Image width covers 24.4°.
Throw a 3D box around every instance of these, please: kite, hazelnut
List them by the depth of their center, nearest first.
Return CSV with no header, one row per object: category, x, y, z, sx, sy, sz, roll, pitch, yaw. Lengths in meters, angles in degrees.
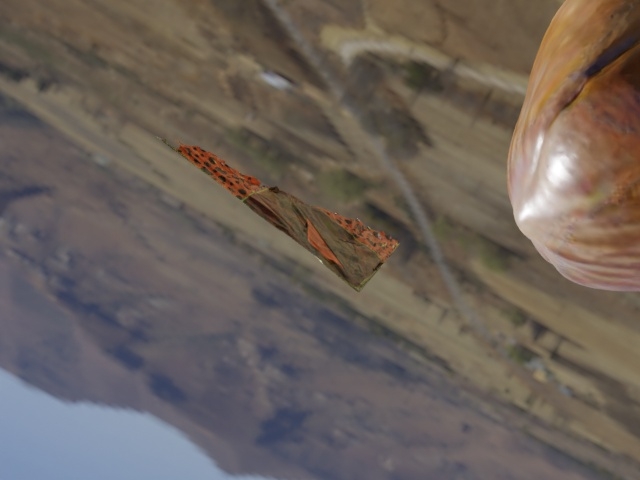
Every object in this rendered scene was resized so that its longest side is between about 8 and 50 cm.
hazelnut,0.147,-0.042,0.589,0.150,0.150,0.150,29,174,3
kite,0.000,-0.001,0.968,0.222,0.008,0.125,23,-158,-37
